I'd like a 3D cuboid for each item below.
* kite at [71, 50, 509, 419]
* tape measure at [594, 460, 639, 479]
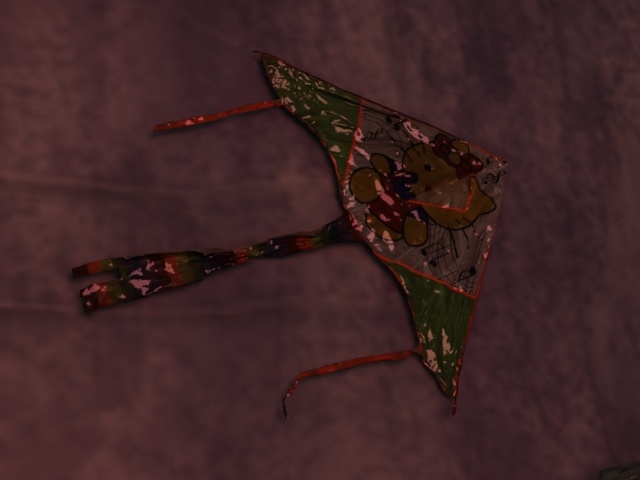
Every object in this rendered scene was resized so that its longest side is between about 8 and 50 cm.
[{"bbox_3d":[0.000,0.000,0.677,0.244,0.006,0.198,-19,78,-32],"label":"kite"},{"bbox_3d":[0.234,0.175,0.669,0.330,0.084,0.164,4,62,-26],"label":"tape measure"}]
